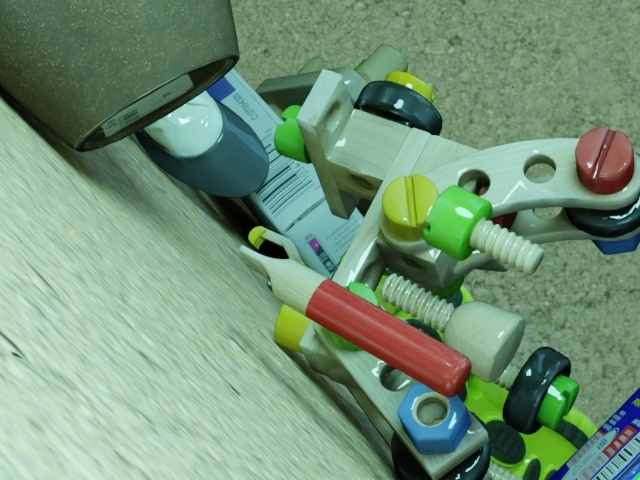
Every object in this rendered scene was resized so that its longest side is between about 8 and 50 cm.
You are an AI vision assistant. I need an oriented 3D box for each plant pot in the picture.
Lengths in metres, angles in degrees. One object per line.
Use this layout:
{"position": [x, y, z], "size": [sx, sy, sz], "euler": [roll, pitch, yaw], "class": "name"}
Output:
{"position": [-0.149, -0.174, 1.027], "size": [0.230, 0.215, 0.215], "euler": [60, 4, 2], "class": "plant pot"}

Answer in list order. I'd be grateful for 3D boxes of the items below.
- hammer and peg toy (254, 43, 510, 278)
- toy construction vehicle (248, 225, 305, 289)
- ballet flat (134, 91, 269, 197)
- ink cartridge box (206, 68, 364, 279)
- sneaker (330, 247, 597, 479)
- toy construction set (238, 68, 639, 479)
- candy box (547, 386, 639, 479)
{"position": [0.046, -0.067, 1.862], "size": [0.266, 0.127, 0.361], "euler": [47, -14, -15], "class": "hammer and peg toy"}
{"position": [-0.010, 0.036, 1.396], "size": [0.098, 0.035, 0.086], "euler": [47, 3, 32], "class": "toy construction vehicle"}
{"position": [-0.124, -0.103, 1.410], "size": [0.203, 0.074, 0.074], "euler": [40, 0, 28], "class": "ballet flat"}
{"position": [0.000, 0.000, 1.621], "size": [0.330, 0.071, 0.324], "euler": [55, -4, -39], "class": "ink cartridge box"}
{"position": [0.093, 0.109, 1.410], "size": [0.295, 0.109, 0.123], "euler": [45, -15, -32], "class": "sneaker"}
{"position": [0.035, 0.009, 1.094], "size": [0.237, 0.257, 0.309], "euler": [29, 8, 20], "class": "toy construction set"}
{"position": [0.287, 0.244, 1.135], "size": [0.317, 0.122, 0.268], "euler": [44, 2, 5], "class": "candy box"}
